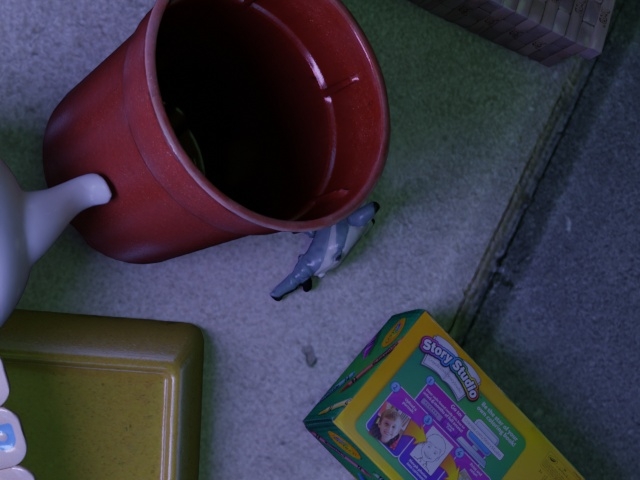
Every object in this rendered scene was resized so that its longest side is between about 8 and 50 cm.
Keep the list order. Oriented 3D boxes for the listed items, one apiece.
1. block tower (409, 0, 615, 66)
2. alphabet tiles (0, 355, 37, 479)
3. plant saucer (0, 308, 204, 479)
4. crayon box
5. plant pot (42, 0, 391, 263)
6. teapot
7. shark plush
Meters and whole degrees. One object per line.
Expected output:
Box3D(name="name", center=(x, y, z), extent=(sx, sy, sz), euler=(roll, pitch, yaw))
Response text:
Box3D(name="block tower", center=(0.168, -0.304, 1.900), extent=(0.335, 0.097, 0.091), euler=(23, 73, -18))
Box3D(name="alphabet tiles", center=(-0.397, 0.203, 1.480), extent=(0.278, 0.021, 0.284), euler=(-13, 103, 0))
Box3D(name="plant saucer", center=(-0.261, 0.229, 1.620), extent=(0.333, 0.081, 0.332), euler=(6, 79, -24))
Box3D(name="crayon box", center=(0.137, 0.229, 1.799), extent=(0.278, 0.081, 0.165), euler=(46, 66, -11))
Box3D(name="plant pot", center=(-0.120, -0.104, 1.617), extent=(0.272, 0.265, 0.272), euler=(14, 66, -35))
Box3D(name="teapot", center=(-0.372, -0.021, 1.520), extent=(0.256, 0.252, 0.187), euler=(41, 29, -16))
Box3D(name="shark plush", center=(0.000, 0.000, 1.810), extent=(0.067, 0.073, 0.161), euler=(36, 89, 6))
